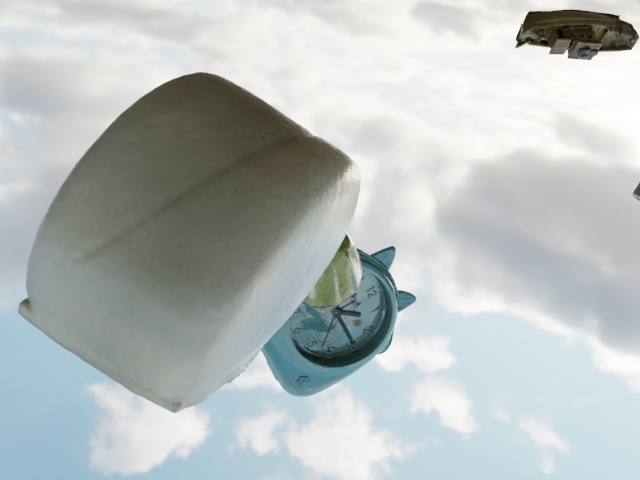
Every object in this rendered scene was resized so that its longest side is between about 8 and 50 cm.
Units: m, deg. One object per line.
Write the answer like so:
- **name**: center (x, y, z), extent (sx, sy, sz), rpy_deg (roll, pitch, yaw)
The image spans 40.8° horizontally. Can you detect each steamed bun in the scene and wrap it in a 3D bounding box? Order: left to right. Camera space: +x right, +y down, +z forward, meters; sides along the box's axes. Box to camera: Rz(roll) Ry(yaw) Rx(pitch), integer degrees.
- **steamed bun**: center (-0.066, -0.012, 0.562), extent (0.146, 0.164, 0.242), rpy_deg (32, -165, 6)

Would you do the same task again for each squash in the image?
- **squash**: center (0.003, 0.004, 1.033), extent (0.105, 0.132, 0.105), rpy_deg (0, -124, 0)

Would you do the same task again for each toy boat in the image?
- **toy boat**: center (0.402, -0.319, 1.355), extent (0.206, 0.064, 0.072), rpy_deg (-3, -120, -13)

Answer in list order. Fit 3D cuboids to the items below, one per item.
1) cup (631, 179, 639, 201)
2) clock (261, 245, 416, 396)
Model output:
- **cup**: center (0.575, -0.102, 1.479), extent (0.054, 0.083, 0.075), rpy_deg (34, -175, -2)
- **clock**: center (0.018, 0.114, 1.416), extent (0.274, 0.223, 0.094), rpy_deg (-27, -154, -8)
